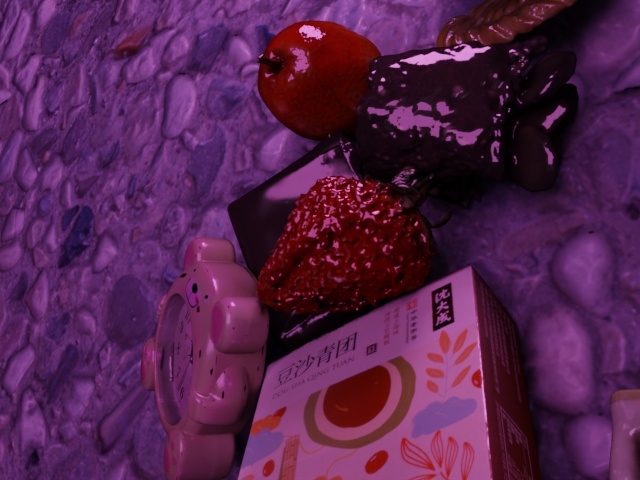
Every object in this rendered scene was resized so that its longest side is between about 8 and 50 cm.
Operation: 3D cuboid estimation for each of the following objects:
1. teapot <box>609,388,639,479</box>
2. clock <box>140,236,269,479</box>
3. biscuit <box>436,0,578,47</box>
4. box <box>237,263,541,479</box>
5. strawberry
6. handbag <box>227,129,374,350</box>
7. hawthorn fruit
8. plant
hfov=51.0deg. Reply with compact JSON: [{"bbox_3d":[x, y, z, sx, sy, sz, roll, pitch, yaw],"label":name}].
[{"bbox_3d":[0.358,0.318,0.577,0.239,0.239,0.321,-9,33,34],"label":"teapot"},{"bbox_3d":[-0.179,0.173,1.022,0.284,0.114,0.309,54,131,52],"label":"clock"},{"bbox_3d":[0.277,-0.320,0.918,0.273,0.036,0.187,-23,26,27],"label":"biscuit"},{"bbox_3d":[0.063,0.251,0.763,0.344,0.122,0.385,-30,25,26],"label":"box"},{"bbox_3d":[0.033,0.019,0.843,0.286,0.188,0.106,-37,11,22],"label":"strawberry"},{"bbox_3d":[0.000,0.000,1.022,0.257,0.113,0.285,-36,56,21],"label":"handbag"},{"bbox_3d":[-0.017,-0.256,1.055,0.196,0.225,0.196,-8,79,44],"label":"hawthorn fruit"},{"bbox_3d":[0.192,-0.152,0.889,0.276,0.188,0.199,7,72,18],"label":"plant"}]
